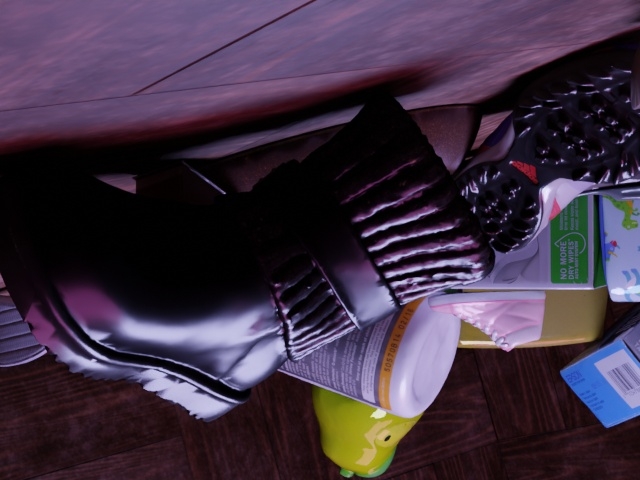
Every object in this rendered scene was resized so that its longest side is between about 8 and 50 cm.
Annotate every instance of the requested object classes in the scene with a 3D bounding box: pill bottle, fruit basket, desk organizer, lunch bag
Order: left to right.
[{"bbox_3d":[-0.087,-0.007,1.301,0.047,0.050,0.130,-17,149,26],"label":"desk organizer"},{"bbox_3d":[0.018,0.101,2.096,0.278,0.162,0.162,19,-170,23],"label":"pill bottle"},{"bbox_3d":[0.093,0.167,2.549,0.283,0.392,0.392,-18,175,37],"label":"fruit basket"},{"bbox_3d":[0.370,-0.030,1.898,0.090,0.176,0.219,2,-162,21],"label":"lunch bag"}]

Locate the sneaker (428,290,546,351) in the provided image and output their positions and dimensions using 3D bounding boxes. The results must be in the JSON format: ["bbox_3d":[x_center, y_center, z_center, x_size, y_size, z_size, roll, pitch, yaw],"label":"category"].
[{"bbox_3d":[0.189,0.092,1.936,0.134,0.070,0.051,0,-179,-4],"label":"sneaker"}]

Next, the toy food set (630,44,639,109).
[{"bbox_3d":[0.354,-0.146,1.076,0.306,0.092,0.220,-16,176,3],"label":"toy food set"}]

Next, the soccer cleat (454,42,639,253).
[{"bbox_3d":[0.205,-0.093,1.367,0.116,0.108,0.318,-51,-178,-27],"label":"soccer cleat"}]

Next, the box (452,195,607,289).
[{"bbox_3d":[0.219,-0.005,1.956,0.231,0.127,0.262,0,-179,18],"label":"box"}]

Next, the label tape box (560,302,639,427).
[{"bbox_3d":[0.491,0.085,2.206,0.333,0.106,0.240,-39,176,-18],"label":"label tape box"}]

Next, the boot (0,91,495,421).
[{"bbox_3d":[-0.045,-0.010,1.154,0.260,0.131,0.348,-29,155,13],"label":"boot"}]

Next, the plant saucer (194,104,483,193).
[{"bbox_3d":[-0.007,-0.048,1.445,0.310,0.050,0.310,-14,177,-1],"label":"plant saucer"}]

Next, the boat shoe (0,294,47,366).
[{"bbox_3d":[-0.387,0.098,1.952,0.226,0.083,0.076,-4,-168,23],"label":"boat shoe"}]

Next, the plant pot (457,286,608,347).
[{"bbox_3d":[0.278,0.045,2.228,0.187,0.212,0.212,7,177,3],"label":"plant pot"}]

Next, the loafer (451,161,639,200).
[{"bbox_3d":[0.255,-0.088,1.759,0.267,0.084,0.096,-5,-153,14],"label":"loafer"}]
